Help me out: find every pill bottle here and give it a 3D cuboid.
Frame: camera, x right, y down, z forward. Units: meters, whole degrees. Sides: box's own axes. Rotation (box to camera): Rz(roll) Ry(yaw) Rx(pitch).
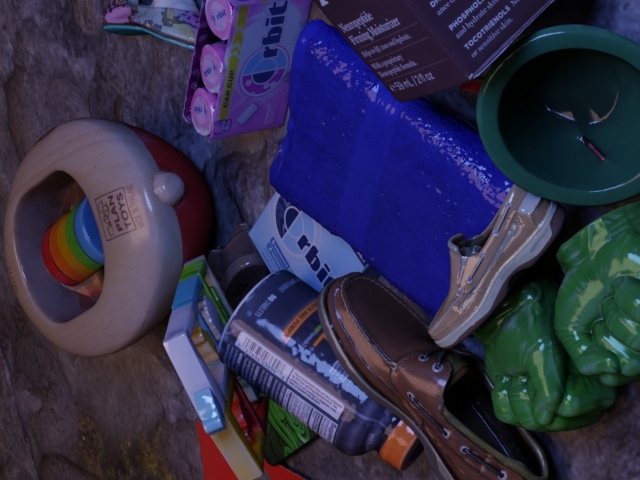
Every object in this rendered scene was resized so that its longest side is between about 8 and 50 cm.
[{"bbox_3d":[0.018,0.149,1.719,0.246,0.130,0.130,35,132,16],"label":"pill bottle"}]

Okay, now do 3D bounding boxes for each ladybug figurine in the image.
[{"bbox_3d":[-0.273,-0.009,2.056,0.449,0.162,0.305,-22,84,55],"label":"ladybug figurine"}]

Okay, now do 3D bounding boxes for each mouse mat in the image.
[{"bbox_3d":[-0.063,0.177,1.964,0.152,0.007,0.189,-41,69,47],"label":"mouse mat"}]

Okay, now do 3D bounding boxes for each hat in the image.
[{"bbox_3d":[0.234,-0.149,1.437,0.209,0.183,0.173,17,121,6],"label":"hat"}]

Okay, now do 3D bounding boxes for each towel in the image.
[{"bbox_3d":[0.084,-0.066,1.606,0.308,0.076,0.227,40,139,27],"label":"towel"}]

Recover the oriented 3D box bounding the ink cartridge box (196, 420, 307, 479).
[{"bbox_3d":[-0.098,0.467,2.059,0.308,0.091,0.384,20,119,49],"label":"ink cartridge box"}]

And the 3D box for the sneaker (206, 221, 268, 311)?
[{"bbox_3d":[-0.120,0.047,1.970,0.188,0.066,0.071,-44,50,45],"label":"sneaker"}]

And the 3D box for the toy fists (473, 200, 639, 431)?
[{"bbox_3d":[0.242,0.089,1.449,0.142,0.096,0.279,62,141,16],"label":"toy fists"}]

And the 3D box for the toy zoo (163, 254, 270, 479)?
[{"bbox_3d":[-0.115,0.151,1.792,0.293,0.030,0.192,-89,-27,-69],"label":"toy zoo"}]

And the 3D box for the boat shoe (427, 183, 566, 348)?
[{"bbox_3d":[0.149,0.020,1.472,0.072,0.068,0.190,32,116,-9],"label":"boat shoe"}]

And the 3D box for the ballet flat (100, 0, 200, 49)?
[{"bbox_3d":[-0.201,-0.286,1.945,0.221,0.077,0.079,19,98,50],"label":"ballet flat"}]

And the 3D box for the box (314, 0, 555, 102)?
[{"bbox_3d":[0.092,-0.256,1.376,0.203,0.167,0.168,49,164,-11],"label":"box"}]

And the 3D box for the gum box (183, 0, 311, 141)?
[{"bbox_3d":[-0.086,-0.206,1.775,0.062,0.107,0.188,44,135,36],"label":"gum box"}]

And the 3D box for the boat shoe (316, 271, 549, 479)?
[{"bbox_3d":[0.125,0.143,1.611,0.307,0.111,0.104,49,140,6],"label":"boat shoe"}]

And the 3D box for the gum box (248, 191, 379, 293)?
[{"bbox_3d":[0.000,0.000,1.792,0.157,0.041,0.184,60,141,20],"label":"gum box"}]
